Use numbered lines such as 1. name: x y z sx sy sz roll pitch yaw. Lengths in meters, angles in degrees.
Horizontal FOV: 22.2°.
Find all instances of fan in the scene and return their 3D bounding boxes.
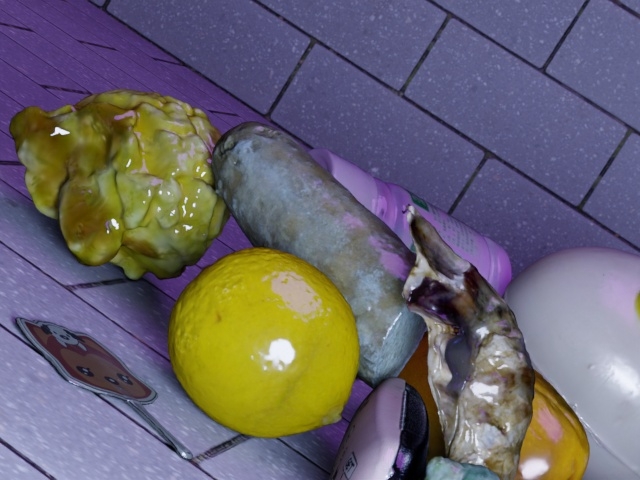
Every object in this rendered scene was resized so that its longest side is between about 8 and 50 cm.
1. fan: -0.185 0.132 1.477 0.220 0.009 0.132 38 11 34

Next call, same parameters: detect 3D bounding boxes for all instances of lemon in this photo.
1. lemon: -0.052 0.102 1.569 0.203 0.178 0.178 46 13 16

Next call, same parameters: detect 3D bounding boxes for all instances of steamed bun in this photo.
1. steamed bun: 0.396 0.181 2.193 0.374 0.334 0.334 50 11 6

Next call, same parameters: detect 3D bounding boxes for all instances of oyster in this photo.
1. oyster: 0.141 0.106 1.593 0.094 0.294 0.166 -7 25 34

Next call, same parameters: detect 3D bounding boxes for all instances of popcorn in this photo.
1. popcorn: -0.229 -0.071 1.835 0.251 0.206 0.237 18 32 -27

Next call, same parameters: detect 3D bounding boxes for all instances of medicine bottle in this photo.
1. medicine bottle: 0.086 0.028 2.306 0.325 0.212 0.212 27 10 -24

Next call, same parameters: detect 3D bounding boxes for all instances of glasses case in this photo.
1. glasses case: 0.052 0.209 1.511 0.075 0.122 0.314 25 10 0

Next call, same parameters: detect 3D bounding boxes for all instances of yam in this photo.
1. yam: 0.000 0.000 1.711 0.330 0.133 0.133 48 15 26

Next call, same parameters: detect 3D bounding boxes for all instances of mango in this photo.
1. mango: 0.165 0.199 1.800 0.359 0.187 0.144 28 -42 59

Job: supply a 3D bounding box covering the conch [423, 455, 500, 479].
1. conch: 0.162 0.285 1.490 0.188 0.122 0.176 32 33 19
